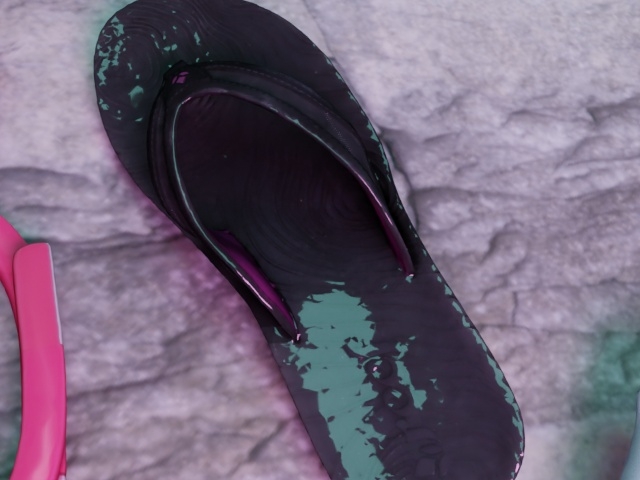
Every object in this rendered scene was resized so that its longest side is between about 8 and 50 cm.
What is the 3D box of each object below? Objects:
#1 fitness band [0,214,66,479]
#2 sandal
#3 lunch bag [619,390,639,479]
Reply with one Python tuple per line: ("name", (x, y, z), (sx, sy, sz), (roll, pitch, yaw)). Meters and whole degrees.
("fitness band", (-0.261, 0.084, 0.588), (0.209, 0.054, 0.291), (-3, 59, -16))
("sandal", (-0.014, -0.017, 0.656), (0.167, 0.107, 0.446), (-35, 72, 0))
("lunch bag", (0.290, 0.220, 0.610), (0.262, 0.160, 0.223), (32, 56, -3))
